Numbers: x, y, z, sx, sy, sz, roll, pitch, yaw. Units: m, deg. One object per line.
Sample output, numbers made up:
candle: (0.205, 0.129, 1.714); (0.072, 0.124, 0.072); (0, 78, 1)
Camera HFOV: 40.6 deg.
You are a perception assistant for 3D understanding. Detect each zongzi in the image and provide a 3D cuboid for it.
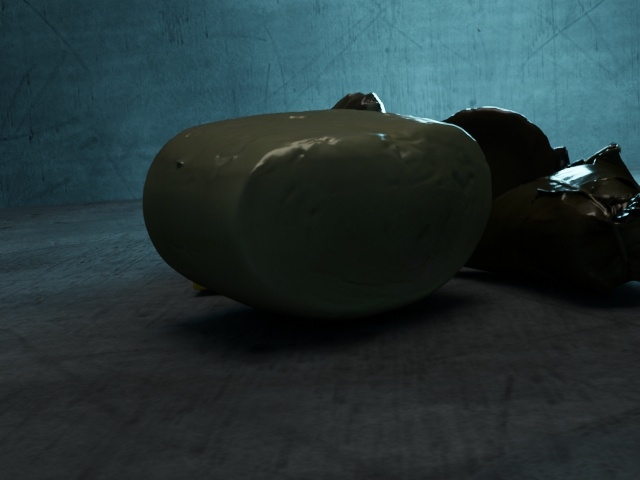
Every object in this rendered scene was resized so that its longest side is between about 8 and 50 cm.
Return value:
zongzi: (0.325, 0.010, 1.305); (0.418, 0.181, 0.447); (-18, 7, 16)

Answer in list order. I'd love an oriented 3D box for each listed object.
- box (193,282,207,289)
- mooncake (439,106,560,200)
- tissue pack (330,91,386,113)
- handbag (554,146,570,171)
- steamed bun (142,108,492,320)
box: (-0.140, 0.050, 1.600); (0.152, 0.044, 0.269); (1, 7, 3)
mooncake: (0.326, -0.110, 1.682); (0.290, 0.291, 0.161); (-1, 0, 25)
tissue pack: (0.036, -0.160, 1.995); (0.195, 0.390, 0.375); (28, 10, 3)
handbag: (0.494, -0.131, 2.058); (0.190, 0.193, 0.251); (0, 8, 1)
steamed bun: (0.005, -0.032, 1.261); (0.455, 0.290, 0.371); (-12, 16, -34)
